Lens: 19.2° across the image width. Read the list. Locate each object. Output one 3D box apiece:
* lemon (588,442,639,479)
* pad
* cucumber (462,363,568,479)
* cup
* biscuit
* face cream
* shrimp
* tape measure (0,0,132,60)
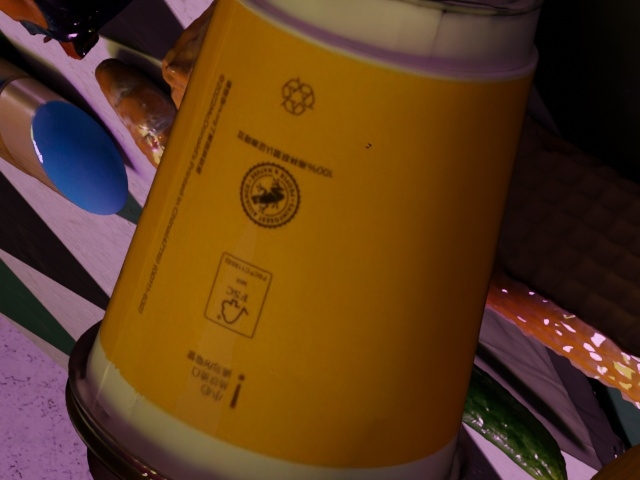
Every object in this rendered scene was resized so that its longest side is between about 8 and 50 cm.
[{"bbox_3d":[0.223,0.220,0.968,0.285,0.285,0.316,44,139,-11],"label":"lemon"},{"bbox_3d":[0.130,0.082,1.289,0.174,0.022,0.233,28,162,37],"label":"pad"},{"bbox_3d":[0.114,0.115,1.306,0.168,0.039,0.039,40,166,-15],"label":"cucumber"},{"bbox_3d":[0.000,0.000,0.855,0.196,0.280,0.196,14,-158,-6],"label":"cup"},{"bbox_3d":[0.079,-0.027,0.963,0.378,0.094,0.054,33,157,25],"label":"biscuit"},{"bbox_3d":[-0.290,-0.124,1.630,0.285,0.067,0.139,33,164,30],"label":"face cream"},{"bbox_3d":[-0.095,-0.064,1.391,0.187,0.051,0.132,49,-177,-10],"label":"shrimp"},{"bbox_3d":[-0.167,-0.199,0.988,0.202,0.135,0.223,42,167,-2],"label":"tape measure"}]
